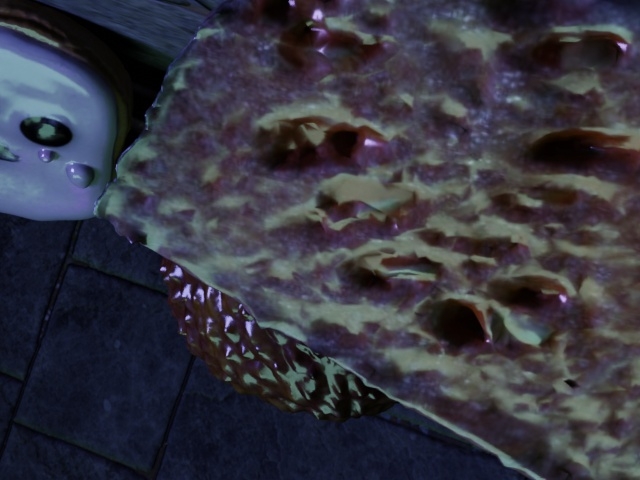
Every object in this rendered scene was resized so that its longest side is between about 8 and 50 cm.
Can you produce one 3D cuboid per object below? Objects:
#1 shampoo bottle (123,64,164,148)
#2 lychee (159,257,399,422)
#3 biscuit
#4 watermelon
[{"bbox_3d":[-0.115,-0.073,1.175,0.323,0.084,0.129,20,173,-21],"label":"shampoo bottle"},{"bbox_3d":[0.002,0.002,0.880,0.194,0.194,0.194,18,177,1],"label":"lychee"},{"bbox_3d":[-0.208,-0.080,1.051,0.181,0.049,0.208,12,150,-3],"label":"biscuit"},{"bbox_3d":[0.069,-0.015,0.487,0.257,0.193,0.140,16,-155,-4],"label":"watermelon"}]
